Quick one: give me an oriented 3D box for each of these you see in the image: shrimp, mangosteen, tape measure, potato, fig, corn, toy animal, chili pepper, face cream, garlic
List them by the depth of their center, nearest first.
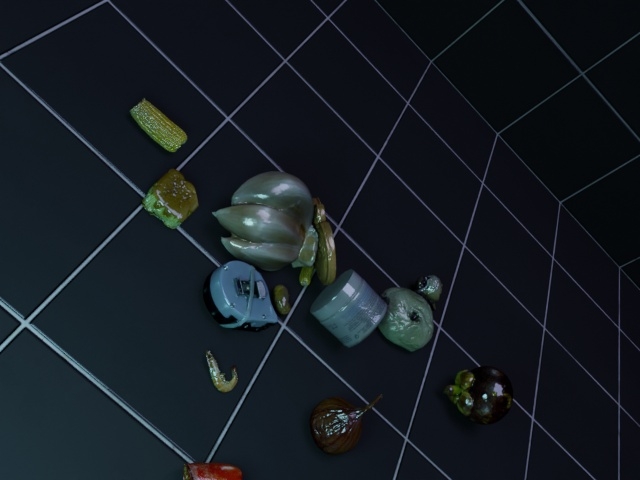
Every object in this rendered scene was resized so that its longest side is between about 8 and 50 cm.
[{"bbox_3d":[-0.211,0.532,1.553,0.192,0.084,0.086,15,68,-33],"label":"chili pepper"},{"bbox_3d":[-0.242,0.314,1.739,0.083,0.023,0.114,-21,83,-54],"label":"shrimp"},{"bbox_3d":[0.075,0.462,1.814,0.134,0.201,0.146,-9,74,-59],"label":"fig"},{"bbox_3d":[-0.211,0.143,1.835,0.181,0.107,0.182,5,61,-52],"label":"tape measure"},{"bbox_3d":[-0.109,0.164,1.974,0.046,0.045,0.092,60,17,-63],"label":"potato"},{"bbox_3d":[-0.450,-0.319,1.975,0.165,0.063,0.085,44,62,-11],"label":"corn"},{"bbox_3d":[-0.128,-0.056,1.979,0.325,0.132,0.278,30,74,-40],"label":"garlic"},{"bbox_3d":[0.082,0.195,2.038,0.153,0.177,0.177,47,38,-9],"label":"face cream"},{"bbox_3d":[-0.040,0.096,2.103,0.037,0.037,0.092,39,41,-18],"label":"corn"},{"bbox_3d":[0.496,0.482,2.254,0.217,0.192,0.192,20,46,-11],"label":"mangosteen"},{"bbox_3d":[0.367,0.180,2.439,0.098,0.137,0.098,2,34,-1],"label":"toy animal"}]

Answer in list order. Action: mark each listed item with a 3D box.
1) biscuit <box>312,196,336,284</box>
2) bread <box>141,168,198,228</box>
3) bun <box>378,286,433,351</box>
[{"bbox_3d":[-0.001,0.000,2.109,0.044,0.202,0.288,-7,55,-12],"label":"biscuit"},{"bbox_3d":[-0.389,-0.108,1.873,0.128,0.069,0.140,43,40,-15],"label":"bread"},{"bbox_3d":[0.279,0.242,2.262,0.221,0.108,0.221,27,44,-30],"label":"bun"}]
